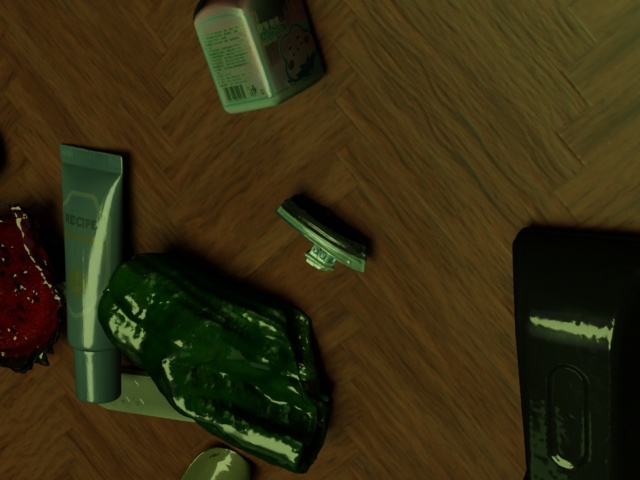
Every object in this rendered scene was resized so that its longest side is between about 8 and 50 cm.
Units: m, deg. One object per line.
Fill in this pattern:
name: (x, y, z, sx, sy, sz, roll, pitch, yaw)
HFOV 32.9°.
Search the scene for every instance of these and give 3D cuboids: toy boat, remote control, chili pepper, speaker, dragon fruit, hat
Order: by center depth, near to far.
speaker: (0.293, 0.196, 1.233, 0.180, 0.184, 0.388, 6, 115, 30)
toy boat: (0.000, 0.000, 1.394, 0.140, 0.059, 0.066, 34, 115, 11)
chili pepper: (-0.148, 0.166, 1.506, 0.385, 0.167, 0.213, 35, 129, 11)
hat: (-0.158, 0.408, 1.710, 0.147, 0.085, 0.175, 40, 106, 22)
remote control: (-0.274, 0.242, 1.716, 0.245, 0.022, 0.077, 3, 117, 32)
dragon fruit: (-0.528, 0.080, 1.736, 0.344, 0.100, 0.282, -10, 108, 27)

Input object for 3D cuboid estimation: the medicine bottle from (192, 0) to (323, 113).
medicine bottle: (-0.081, -0.257, 1.274, 0.094, 0.119, 0.188, -5, 112, 38)

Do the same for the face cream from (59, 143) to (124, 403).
face cream: (-0.335, 0.054, 1.608, 0.136, 0.086, 0.385, 13, 109, 36)
